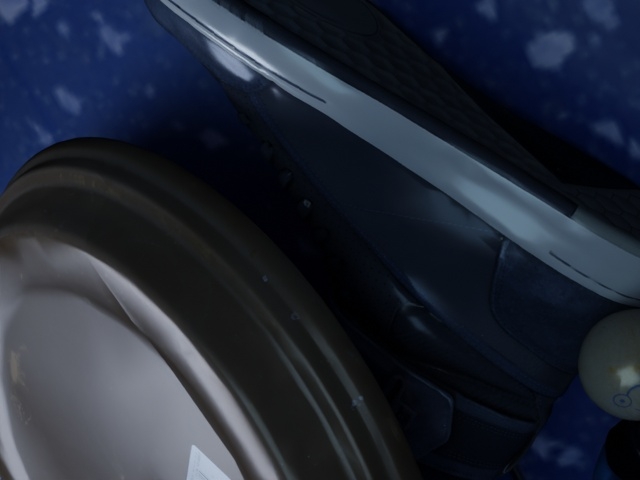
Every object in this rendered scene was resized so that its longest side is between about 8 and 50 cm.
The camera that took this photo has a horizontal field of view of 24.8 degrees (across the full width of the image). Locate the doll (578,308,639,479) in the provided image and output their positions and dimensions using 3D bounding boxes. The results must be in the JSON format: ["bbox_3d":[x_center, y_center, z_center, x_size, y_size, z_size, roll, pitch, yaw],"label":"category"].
[{"bbox_3d":[0.159,0.089,0.513,0.129,0.046,0.189,-36,109,31],"label":"doll"}]

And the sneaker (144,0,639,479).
[{"bbox_3d":[0.000,0.001,0.552,0.226,0.086,0.163,37,118,6],"label":"sneaker"}]

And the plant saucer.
[{"bbox_3d":[-0.062,0.094,0.582,0.278,0.041,0.278,29,133,37],"label":"plant saucer"}]
